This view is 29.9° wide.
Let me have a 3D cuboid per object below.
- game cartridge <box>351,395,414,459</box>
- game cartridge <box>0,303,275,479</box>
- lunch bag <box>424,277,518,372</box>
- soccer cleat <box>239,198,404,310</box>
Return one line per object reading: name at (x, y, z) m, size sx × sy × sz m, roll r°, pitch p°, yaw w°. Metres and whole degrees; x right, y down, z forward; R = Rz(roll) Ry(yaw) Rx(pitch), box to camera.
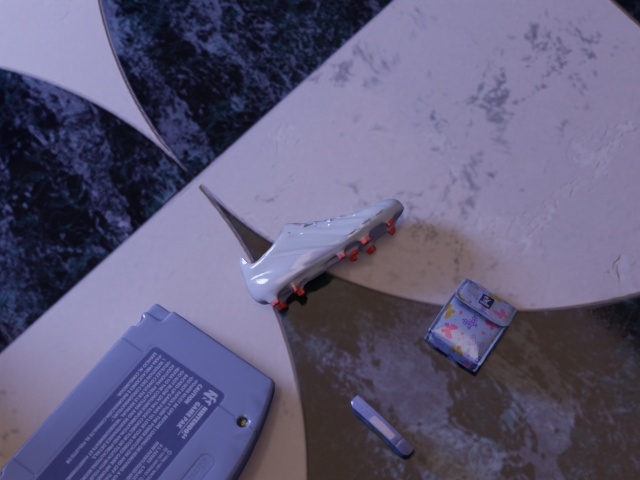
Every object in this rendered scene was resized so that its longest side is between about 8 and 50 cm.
game cartridge at (0.065, 0.201, 1.280) m, size 0.083 × 0.056 × 0.017 m, roll 42°, pitch 76°, yaw 13°
game cartridge at (-0.188, 0.223, 1.251) m, size 0.196 × 0.060 × 0.294 m, roll 32°, pitch 61°, yaw 16°
lunch bag at (0.165, 0.088, 1.301) m, size 0.071 × 0.053 × 0.083 m, roll 36°, pitch 73°, yaw 10°
soccer cleat at (0.000, 0.000, 1.328) m, size 0.196 × 0.068 × 0.076 m, roll -33°, pitch 74°, yaw 0°
